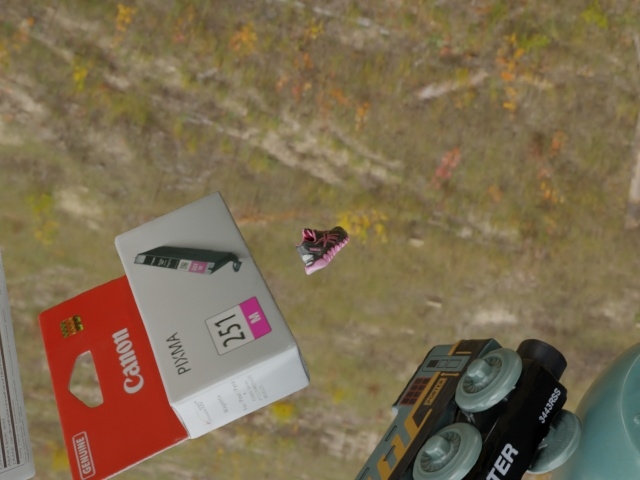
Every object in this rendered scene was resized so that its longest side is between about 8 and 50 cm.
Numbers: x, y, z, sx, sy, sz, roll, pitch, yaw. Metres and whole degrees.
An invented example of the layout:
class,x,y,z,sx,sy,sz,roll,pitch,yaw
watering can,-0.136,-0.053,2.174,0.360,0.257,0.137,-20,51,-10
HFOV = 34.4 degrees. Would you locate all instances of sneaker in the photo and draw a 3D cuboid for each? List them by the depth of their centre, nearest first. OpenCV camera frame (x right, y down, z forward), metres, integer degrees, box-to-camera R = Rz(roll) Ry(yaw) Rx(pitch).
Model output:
class,x,y,z,sx,sy,sz,roll,pitch,yaw
sneaker,0.000,0.000,1.480,0.047,0.119,0.057,-33,98,31

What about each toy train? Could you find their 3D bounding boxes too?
class,x,y,z,sx,sy,sz,roll,pitch,yaw
toy train,0.119,0.236,1.015,0.142,0.334,0.190,44,155,-18

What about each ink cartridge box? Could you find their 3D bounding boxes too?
class,x,y,z,sx,sy,sz,roll,pitch,yaw
ink cartridge box,-0.166,0.087,1.031,0.239,0.275,0.060,-24,130,-6

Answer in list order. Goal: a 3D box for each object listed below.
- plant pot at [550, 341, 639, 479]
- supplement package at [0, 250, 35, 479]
class,x,y,z,sx,sy,sz,roll,pitch,yaw
plant pot,0.380,0.221,1.029,0.293,0.293,0.235,8,146,16
supplement package,-0.312,0.055,0.535,0.262,0.204,0.145,-11,175,5
